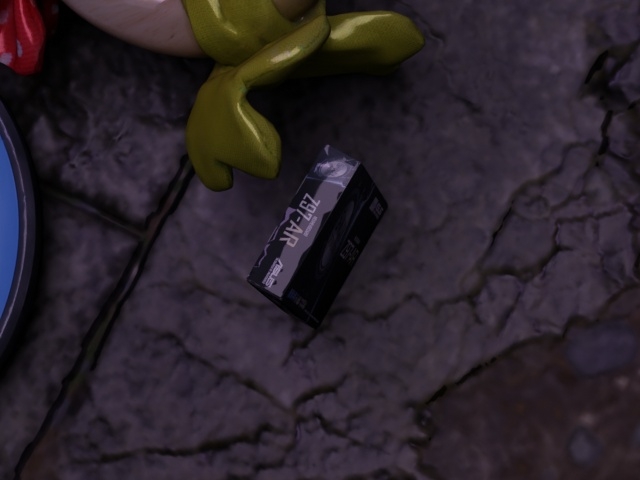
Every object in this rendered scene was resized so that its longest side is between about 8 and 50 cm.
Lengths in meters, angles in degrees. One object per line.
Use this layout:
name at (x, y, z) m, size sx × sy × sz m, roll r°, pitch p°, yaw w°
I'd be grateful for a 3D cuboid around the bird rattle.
bird rattle at (-0.073, -0.144, 0.769) m, size 0.253 × 0.143 × 0.207 m, roll 29°, pitch 124°, yaw 18°

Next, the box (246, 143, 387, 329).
box at (0.000, 0.000, 0.770) m, size 0.018 × 0.083 × 0.067 m, roll 29°, pitch 84°, yaw 15°

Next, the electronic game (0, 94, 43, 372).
electronic game at (-0.240, 0.001, 0.831) m, size 0.229 × 0.048 × 0.229 m, roll -2°, pitch 79°, yaw 10°
